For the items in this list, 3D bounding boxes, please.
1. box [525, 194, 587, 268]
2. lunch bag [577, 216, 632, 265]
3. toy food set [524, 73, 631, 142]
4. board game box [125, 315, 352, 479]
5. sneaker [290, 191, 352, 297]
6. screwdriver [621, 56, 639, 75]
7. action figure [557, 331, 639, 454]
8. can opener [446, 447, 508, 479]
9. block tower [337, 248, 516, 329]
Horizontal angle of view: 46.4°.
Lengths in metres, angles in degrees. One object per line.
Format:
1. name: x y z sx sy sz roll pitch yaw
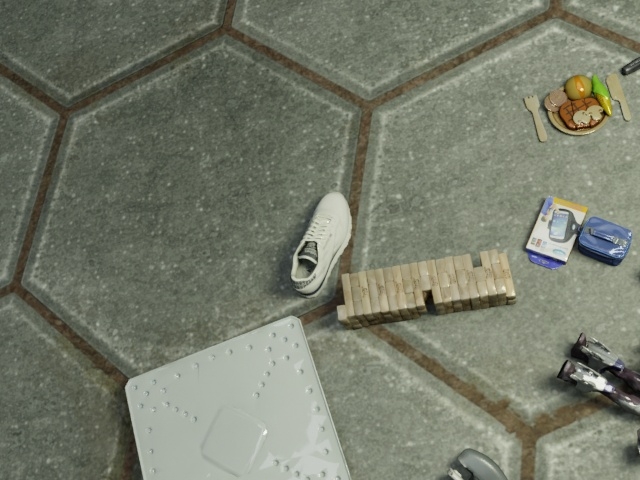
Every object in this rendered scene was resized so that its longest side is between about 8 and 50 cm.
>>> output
1. box: 0.458 -0.014 1.458 0.081 0.028 0.136 21 75 21
2. lunch bag: 0.534 -0.002 1.411 0.099 0.065 0.067 23 77 21
3. toy food set: 0.529 -0.279 1.532 0.192 0.038 0.132 -15 67 9
4. board game box: -0.161 0.392 1.456 0.390 0.050 0.389 -22 65 6
5. sneaker: 0.000 0.000 1.539 0.090 0.095 0.234 11 72 20
6. screwdriver: 0.696 -0.390 1.544 0.170 0.024 0.025 -32 36 -5
7. action figure: 0.557 0.273 1.284 0.285 0.099 0.185 29 65 18
8. can opener: 0.338 0.476 1.277 0.283 0.076 0.095 40 84 23
9. block tower: 0.200 0.096 1.451 0.336 0.091 0.097 -11 67 10
